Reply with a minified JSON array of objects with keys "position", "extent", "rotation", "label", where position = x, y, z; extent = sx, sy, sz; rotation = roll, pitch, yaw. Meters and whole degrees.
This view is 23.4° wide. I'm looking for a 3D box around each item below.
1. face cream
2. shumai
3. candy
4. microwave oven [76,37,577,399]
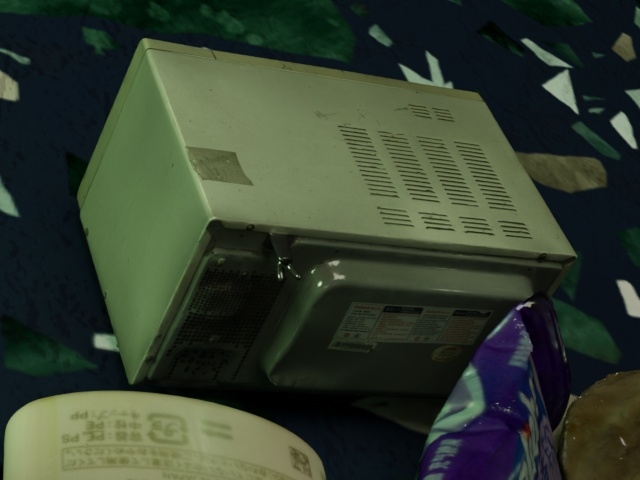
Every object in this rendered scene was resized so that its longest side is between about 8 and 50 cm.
[{"position":[-0.053,0.218,0.668],"extent":[0.173,0.081,0.348],"rotation":[13,38,-22],"label":"face cream"},{"position":[0.252,0.140,0.948],"extent":[0.201,0.120,0.201],"rotation":[19,39,-16],"label":"shumai"},{"position":[0.087,0.145,0.819],"extent":[0.070,0.145,0.275],"rotation":[4,29,23],"label":"candy"},{"position":[0.000,0.000,0.926],"extent":[0.240,0.145,0.194],"rotation":[6,43,-29],"label":"microwave oven"}]
